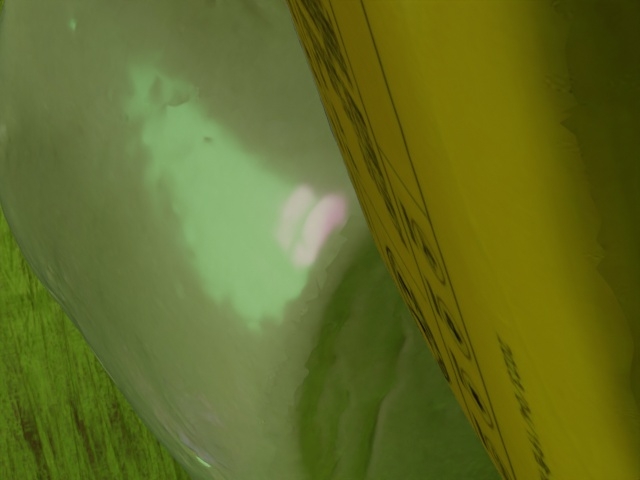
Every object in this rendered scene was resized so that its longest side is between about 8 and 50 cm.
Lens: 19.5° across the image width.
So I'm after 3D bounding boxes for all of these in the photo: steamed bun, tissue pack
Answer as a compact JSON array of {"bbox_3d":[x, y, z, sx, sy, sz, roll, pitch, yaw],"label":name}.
[{"bbox_3d":[0.000,0.000,1.044,0.371,0.290,0.456,53,167,35],"label":"steamed bun"},{"bbox_3d":[0.097,-0.113,0.493,0.293,0.228,0.382,-115,2,-46],"label":"tissue pack"}]
